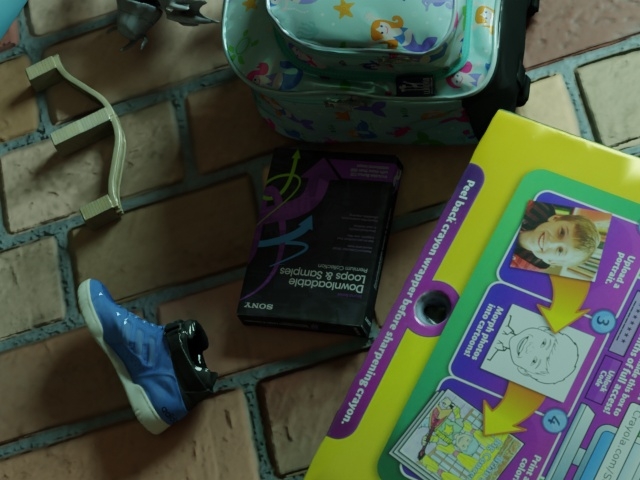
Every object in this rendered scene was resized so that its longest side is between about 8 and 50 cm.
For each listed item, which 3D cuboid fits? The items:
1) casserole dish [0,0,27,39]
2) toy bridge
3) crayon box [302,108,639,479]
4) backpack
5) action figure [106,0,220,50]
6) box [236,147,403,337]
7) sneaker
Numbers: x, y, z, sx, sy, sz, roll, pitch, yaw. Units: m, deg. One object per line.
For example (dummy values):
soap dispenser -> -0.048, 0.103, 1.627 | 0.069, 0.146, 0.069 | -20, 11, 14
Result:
casserole dish -> -0.352, -0.231, 1.842 | 0.114, 0.037, 0.188 | 26, 77, 26
toy bridge -> -0.215, -0.100, 1.744 | 0.063, 0.026, 0.188 | -25, 61, 2
crayon box -> 0.205, 0.115, 1.469 | 0.313, 0.106, 0.363 | 22, 75, 24
backpack -> 0.040, -0.198, 1.627 | 0.253, 0.191, 0.225 | -2, 66, 22
action figure -> -0.117, -0.297, 1.769 | 0.185, 0.099, 0.285 | 23, 78, 18
box -> 0.000, 0.000, 1.629 | 0.116, 0.029, 0.162 | 4, 69, 19
sneaker -> -0.142, 0.081, 1.616 | 0.084, 0.058, 0.152 | -34, 65, 7
